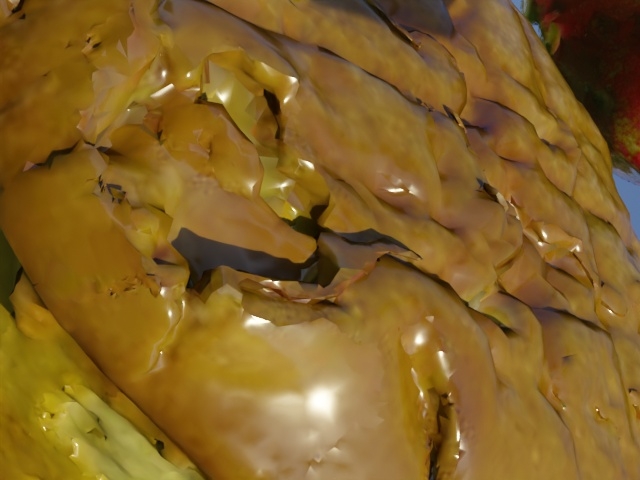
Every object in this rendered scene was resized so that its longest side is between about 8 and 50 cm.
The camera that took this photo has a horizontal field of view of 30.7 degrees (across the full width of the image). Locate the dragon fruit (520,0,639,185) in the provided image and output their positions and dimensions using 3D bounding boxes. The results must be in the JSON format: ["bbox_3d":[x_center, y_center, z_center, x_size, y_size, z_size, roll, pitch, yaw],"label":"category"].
[{"bbox_3d":[0.255,-0.141,0.736,0.198,0.269,0.200,42,23,-22],"label":"dragon fruit"}]

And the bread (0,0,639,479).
[{"bbox_3d":[0.000,0.000,0.511,0.215,0.398,0.398,-31,-112,35],"label":"bread"}]
